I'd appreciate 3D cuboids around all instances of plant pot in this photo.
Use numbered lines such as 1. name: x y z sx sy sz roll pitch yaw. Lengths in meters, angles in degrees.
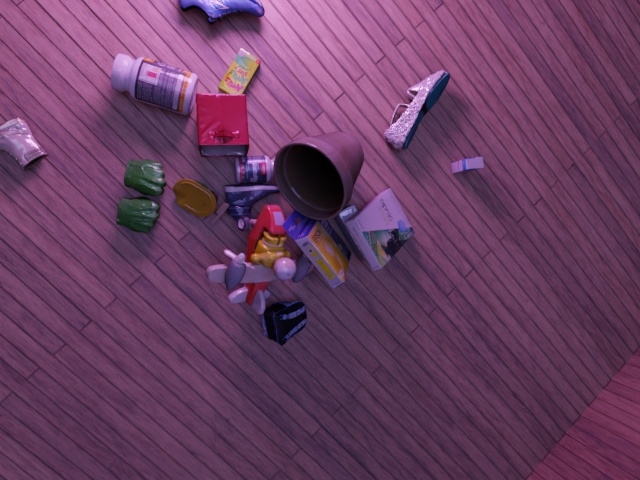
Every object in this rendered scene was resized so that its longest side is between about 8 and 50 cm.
1. plant pot: 0.023 -0.288 1.686 0.323 0.323 0.280 51 48 -11

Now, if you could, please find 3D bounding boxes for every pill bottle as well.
1. pill bottle: -0.608 -0.579 1.596 0.279 0.162 0.162 15 89 -14
2. pill bottle: -0.248 -0.284 1.723 0.180 0.108 0.107 -6 94 -13

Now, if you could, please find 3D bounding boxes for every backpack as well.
1. backpack: -0.142 0.320 1.773 0.173 0.117 0.158 -26 116 -40

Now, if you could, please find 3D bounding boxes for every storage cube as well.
1. storage cube: -0.370 -0.433 1.637 0.184 0.215 0.193 -3 88 -13

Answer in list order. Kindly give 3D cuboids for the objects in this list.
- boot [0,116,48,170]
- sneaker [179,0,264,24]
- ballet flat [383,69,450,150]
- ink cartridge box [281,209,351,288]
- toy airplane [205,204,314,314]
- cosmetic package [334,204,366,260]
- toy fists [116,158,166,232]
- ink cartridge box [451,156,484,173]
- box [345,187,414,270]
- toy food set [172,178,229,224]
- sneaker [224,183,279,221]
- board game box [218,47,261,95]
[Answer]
1. boot: -1.112 -0.318 1.534 0.213 0.077 0.165 -33 102 -13
2. sneaker: -0.382 -0.903 1.668 0.330 0.130 0.147 7 106 -10
3. ballet flat: 0.404 -0.582 1.859 0.147 0.147 0.408 34 84 -13
4. ink cartridge box: 0.000 0.000 1.704 0.072 0.303 0.307 -32 102 20
5. toy airplane: -0.205 0.107 1.651 0.386 0.273 0.384 -49 133 -23
6. cosmetic package: 0.149 -0.033 1.828 0.086 0.117 0.231 -31 98 -10
7. toy fists: -0.669 -0.168 1.639 0.142 0.096 0.279 13 91 -4
8. ink cartridge box: 0.655 -0.335 1.929 0.089 0.122 0.052 -9 91 -13
9. box: 0.256 -0.053 1.798 0.322 0.059 0.232 -40 103 -42
10. toy food set: -0.470 -0.166 1.703 0.218 0.071 0.128 33 114 -9
11. sneaker: -0.271 -0.148 1.742 0.226 0.086 0.163 -7 103 -21
12. board game box: -0.322 -0.658 1.720 0.092 0.043 0.181 29 86 -13
